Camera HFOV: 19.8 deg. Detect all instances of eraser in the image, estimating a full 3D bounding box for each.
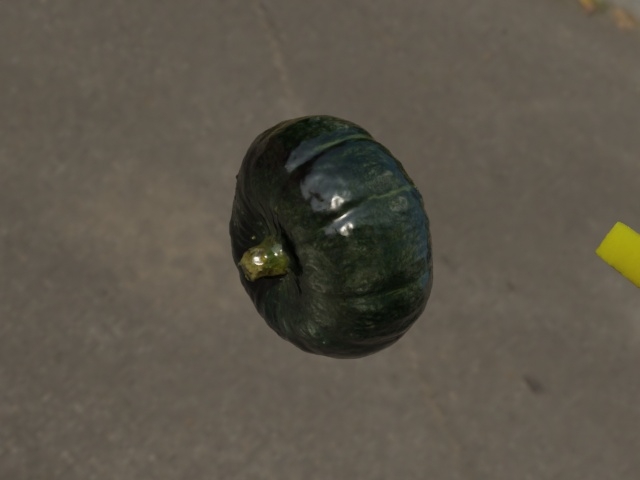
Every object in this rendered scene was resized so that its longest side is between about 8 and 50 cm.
[{"bbox_3d":[0.357,0.039,1.916,0.097,0.045,0.122,40,7,41],"label":"eraser"}]

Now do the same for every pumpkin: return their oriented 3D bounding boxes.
[{"bbox_3d":[0.002,-0.001,1.560,0.152,0.211,0.211,-17,68,-40],"label":"pumpkin"}]
